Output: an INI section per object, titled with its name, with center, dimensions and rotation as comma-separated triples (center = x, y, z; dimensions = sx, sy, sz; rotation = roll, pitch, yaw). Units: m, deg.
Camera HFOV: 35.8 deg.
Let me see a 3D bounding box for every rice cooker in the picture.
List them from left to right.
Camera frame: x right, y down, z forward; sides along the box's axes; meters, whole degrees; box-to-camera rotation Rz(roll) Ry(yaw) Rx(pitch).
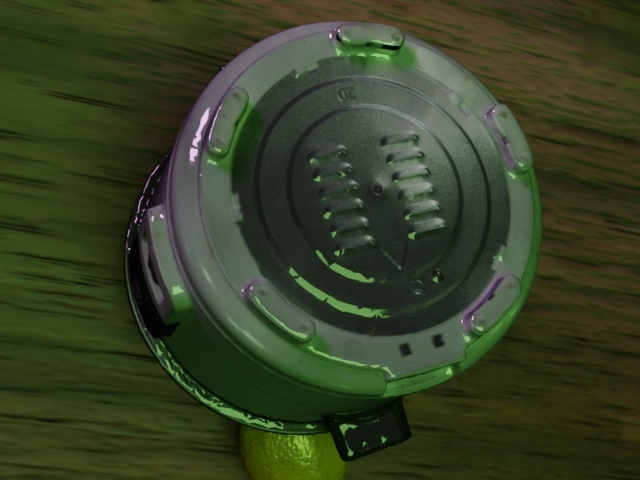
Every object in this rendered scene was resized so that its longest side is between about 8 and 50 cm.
[rice cooker]
center = 0.000, 0.000, 0.642
dimensions = 0.241, 0.227, 0.280
rotation = -17, 81, -20

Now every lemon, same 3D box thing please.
[lemon]
center = -0.021, 0.145, 0.728
dimensions = 0.082, 0.082, 0.111
rotation = -18, 104, -16
